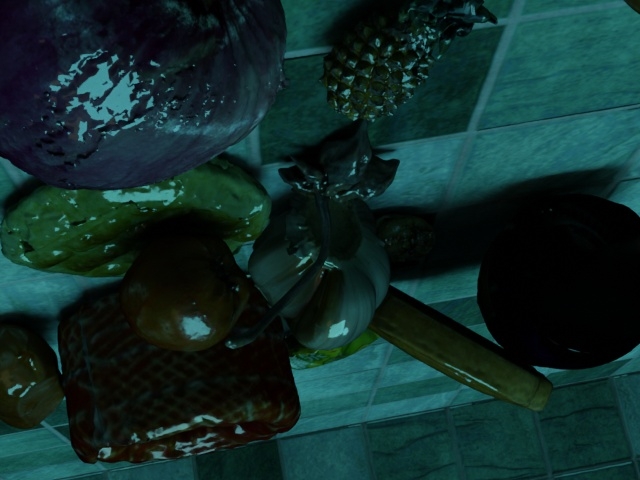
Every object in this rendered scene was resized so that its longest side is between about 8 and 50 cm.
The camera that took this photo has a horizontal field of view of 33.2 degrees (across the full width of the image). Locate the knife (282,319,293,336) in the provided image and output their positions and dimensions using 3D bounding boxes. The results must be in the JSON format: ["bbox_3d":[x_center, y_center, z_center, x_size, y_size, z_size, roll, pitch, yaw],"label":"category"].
[{"bbox_3d":[-0.032,0.134,1.810,0.265,0.041,0.073,-22,175,31],"label":"knife"}]

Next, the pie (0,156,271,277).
[{"bbox_3d":[-0.201,-0.021,1.211,0.306,0.071,0.306,-11,161,-4],"label":"pie"}]

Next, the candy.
[{"bbox_3d":[0.027,0.168,1.881,0.187,0.081,0.297,-27,172,42],"label":"candy"}]

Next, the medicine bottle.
[{"bbox_3d":[0.335,0.076,1.568,0.242,0.243,0.395,-10,171,-5],"label":"medicine bottle"}]

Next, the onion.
[{"bbox_3d":[-0.190,-0.107,0.826,0.348,0.159,0.267,-26,154,35],"label":"onion"}]

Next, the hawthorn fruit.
[{"bbox_3d":[-0.154,0.059,1.169,0.138,0.133,0.133,-28,156,29],"label":"hawthorn fruit"}]

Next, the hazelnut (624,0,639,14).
[{"bbox_3d":[0.269,-0.225,0.797,0.143,0.143,0.154,-21,175,27],"label":"hazelnut"}]

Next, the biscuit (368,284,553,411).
[{"bbox_3d":[0.173,0.143,1.543,0.349,0.078,0.455,26,180,22],"label":"biscuit"}]

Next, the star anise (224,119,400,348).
[{"bbox_3d":[0.000,0.000,1.163,0.218,0.227,0.148,0,165,-17],"label":"star anise"}]

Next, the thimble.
[{"bbox_3d":[-0.205,0.195,1.594,0.350,0.231,0.350,-11,162,-4],"label":"thimble"}]

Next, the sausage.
[{"bbox_3d":[-0.460,0.203,1.625,0.133,0.133,0.258,-8,159,-11],"label":"sausage"}]

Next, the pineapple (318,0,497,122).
[{"bbox_3d":[0.065,-0.168,0.907,0.103,0.083,0.221,0,156,-32],"label":"pineapple"}]

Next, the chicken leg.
[{"bbox_3d":[0.055,0.001,1.448,0.198,0.069,0.085,-7,-174,8],"label":"chicken leg"}]

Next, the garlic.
[{"bbox_3d":[-0.039,0.028,1.306,0.256,0.207,0.207,-9,162,-10],"label":"garlic"}]
